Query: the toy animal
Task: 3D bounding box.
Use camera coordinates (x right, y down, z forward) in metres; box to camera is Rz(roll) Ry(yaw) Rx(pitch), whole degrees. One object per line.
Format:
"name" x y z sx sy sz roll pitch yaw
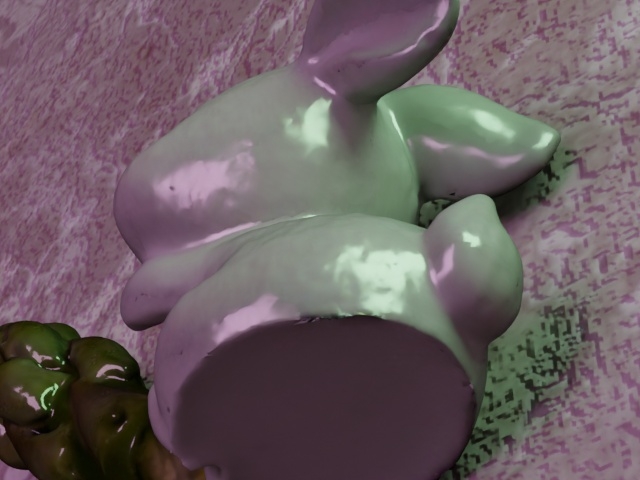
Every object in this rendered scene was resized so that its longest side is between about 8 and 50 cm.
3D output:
"toy animal" 0.006 0.003 0.742 0.178 0.127 0.193 -28 37 30

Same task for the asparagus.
"asparagus" -0.111 0.080 0.867 0.287 0.080 0.080 12 68 57
